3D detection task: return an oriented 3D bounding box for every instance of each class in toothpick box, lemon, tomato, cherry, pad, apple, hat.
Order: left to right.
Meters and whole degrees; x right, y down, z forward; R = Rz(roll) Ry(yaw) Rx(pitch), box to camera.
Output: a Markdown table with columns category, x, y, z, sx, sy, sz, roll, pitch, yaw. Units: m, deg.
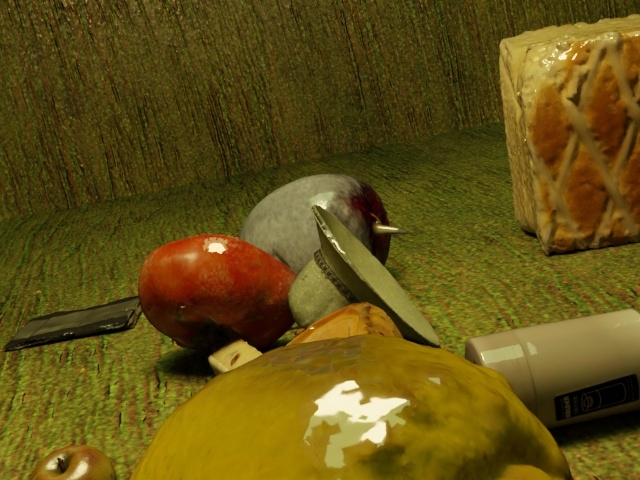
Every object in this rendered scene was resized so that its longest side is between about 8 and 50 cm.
| category | x | y | z | sx | sy | sz | roll | pitch | yaw |
| --- | --- | --- | --- | --- | --- | --- | --- | --- | --- |
| apple | -0.256 | 0.255 | 0.967 | 0.089 | 0.075 | 0.089 | -11 | 15 | 3 |
| pad | -0.439 | 0.146 | 1.698 | 0.232 | 0.022 | 0.174 | -11 | 13 | 3 |
| tomato | -0.146 | 0.095 | 1.337 | 0.236 | 0.237 | 0.095 | -6 | 51 | 17 |
| cherry | 0.000 | 0.000 | 1.554 | 0.296 | 0.218 | 0.255 | -17 | 9 | 20 |
| lemon | 0.011 | 0.198 | 0.589 | 0.285 | 0.285 | 0.316 | -26 | -23 | -49 |
| hat | 0.032 | 0.086 | 1.273 | 0.130 | 0.257 | 0.257 | -41 | 11 | 8 |
| toothpick box | 0.250 | 0.140 | 0.983 | 0.180 | 0.111 | 0.111 | -10 | 13 | -4 |

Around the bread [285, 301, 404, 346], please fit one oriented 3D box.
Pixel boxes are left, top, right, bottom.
| category | x | y | z | sx | sy | sz | roll | pitch | yaw |
| --- | --- | --- | --- | --- | --- | --- | --- | --- | --- |
| bread | 0.016 | 0.160 | 1.008 | 0.199 | 0.104 | 0.199 | -36 | 14 | 10 |

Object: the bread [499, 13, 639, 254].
| category | x | y | z | sx | sy | sz | roll | pitch | yaw |
| --- | --- | --- | --- | --- | --- | --- | --- | --- | --- |
| bread | 0.523 | -0.195 | 1.634 | 0.370 | 0.390 | 0.279 | -8 | 21 | 4 |

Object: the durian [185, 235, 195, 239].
| category | x | y | z | sx | sy | sz | roll | pitch | yaw |
| --- | --- | --- | --- | --- | --- | --- | --- | --- | --- |
| durian | -0.165 | 0.087 | 1.491 | 0.108 | 0.187 | 0.119 | 8 | 48 | 23 |

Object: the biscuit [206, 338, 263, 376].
| category | x | y | z | sx | sy | sz | roll | pitch | yaw |
| --- | --- | --- | --- | --- | --- | --- | --- | --- | --- |
| biscuit | -0.095 | 0.177 | 1.230 | 0.056 | 0.052 | 0.188 | -29 | 18 | -20 |
